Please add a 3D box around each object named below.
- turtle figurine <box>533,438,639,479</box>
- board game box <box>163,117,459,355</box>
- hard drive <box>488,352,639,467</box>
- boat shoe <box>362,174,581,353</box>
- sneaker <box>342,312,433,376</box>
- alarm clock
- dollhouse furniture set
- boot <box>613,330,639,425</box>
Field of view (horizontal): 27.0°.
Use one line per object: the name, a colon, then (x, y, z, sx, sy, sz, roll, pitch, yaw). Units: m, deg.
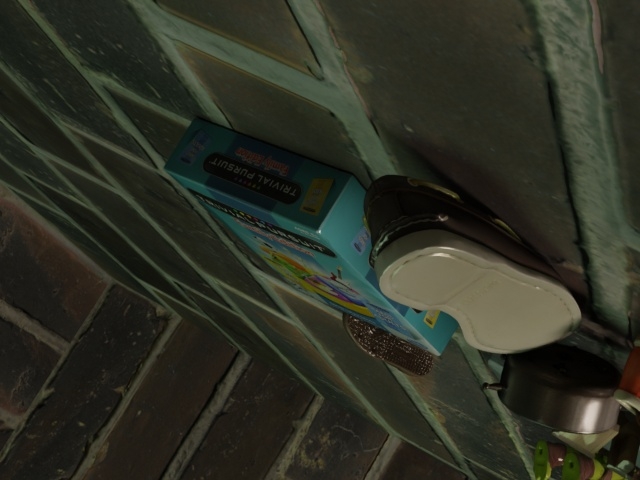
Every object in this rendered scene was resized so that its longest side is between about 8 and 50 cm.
turtle figurine: (0.417, 0.322, 1.831, 0.217, 0.087, 0.269, 10, -163, -27)
board game box: (0.000, 0.000, 1.613, 0.253, 0.079, 0.336, 22, 166, 38)
hard drive: (0.370, 0.237, 1.706, 0.307, 0.040, 0.203, 28, 171, 25)
boat shoe: (0.150, 0.028, 1.289, 0.324, 0.116, 0.097, 26, -142, -49)
sneaker: (0.092, 0.157, 2.081, 0.188, 0.066, 0.071, 38, 168, -28)
alarm clock: (0.275, 0.158, 1.412, 0.192, 0.064, 0.129, 19, -162, 13)
dollhouse furniture set: (0.375, 0.177, 1.516, 0.144, 0.123, 0.151, 32, 134, -4)
boot: (0.358, 0.164, 1.364, 0.158, 0.085, 0.059, 36, 166, -31)
